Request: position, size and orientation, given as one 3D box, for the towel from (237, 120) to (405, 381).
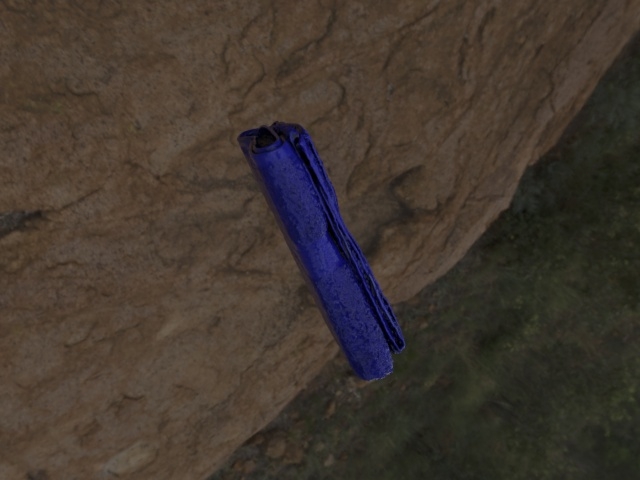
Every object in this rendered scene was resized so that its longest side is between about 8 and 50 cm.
[{"bbox_3d":[0.000,0.000,0.673,0.076,0.228,0.308,-26,110,-4],"label":"towel"}]
